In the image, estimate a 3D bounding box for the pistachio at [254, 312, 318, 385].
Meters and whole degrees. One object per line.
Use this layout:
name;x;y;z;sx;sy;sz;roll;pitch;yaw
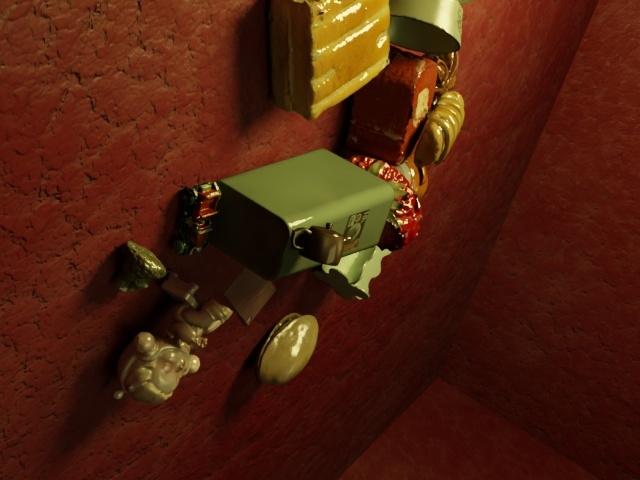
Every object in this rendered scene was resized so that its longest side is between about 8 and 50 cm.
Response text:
pistachio;-0.089;0.283;1.830;0.226;0.136;0.135;-53;156;-28

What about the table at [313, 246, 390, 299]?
table;0.100;0.039;1.887;0.198;0.167;0.166;-59;157;-22

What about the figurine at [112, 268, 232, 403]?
figurine;-0.296;0.199;1.327;0.256;0.145;0.182;-55;176;-15

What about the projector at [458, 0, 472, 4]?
projector;0.319;-0.574;1.479;0.194;0.088;0.269;-20;178;-2

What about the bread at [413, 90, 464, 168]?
bread;0.287;-0.259;1.680;0.225;0.081;0.134;-60;170;-46

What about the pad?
pad;-0.162;0.118;1.635;0.113;0.006;0.187;-51;153;-15

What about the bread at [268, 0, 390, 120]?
bread;0.025;-0.379;1.283;0.246;0.111;0.239;-39;147;-32

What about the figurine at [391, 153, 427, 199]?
figurine;0.186;-0.162;1.860;0.271;0.143;0.143;-11;130;-34

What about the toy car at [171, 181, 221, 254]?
toy car;-0.222;-0.037;1.279;0.073;0.054;0.143;-23;136;-52

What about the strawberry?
strawberry;0.134;-0.084;1.665;0.150;0.253;0.280;-47;155;-18

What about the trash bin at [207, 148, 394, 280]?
trash bin;-0.042;-0.051;1.414;0.343;0.223;0.158;-24;138;-50

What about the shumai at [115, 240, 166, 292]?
shumai;-0.314;0.053;1.192;0.083;0.082;0.080;39;91;-25

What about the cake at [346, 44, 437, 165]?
cake;0.165;-0.309;1.615;0.177;0.151;0.282;-55;159;-45

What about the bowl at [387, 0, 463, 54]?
bowl;0.202;-0.469;1.442;0.211;0.212;0.112;16;93;-65

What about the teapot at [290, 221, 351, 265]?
teapot;0.000;0.000;1.237;0.121;0.076;0.068;13;99;-30

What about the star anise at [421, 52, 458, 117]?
star anise;0.294;-0.418;1.806;0.214;0.099;0.220;-52;154;-51
